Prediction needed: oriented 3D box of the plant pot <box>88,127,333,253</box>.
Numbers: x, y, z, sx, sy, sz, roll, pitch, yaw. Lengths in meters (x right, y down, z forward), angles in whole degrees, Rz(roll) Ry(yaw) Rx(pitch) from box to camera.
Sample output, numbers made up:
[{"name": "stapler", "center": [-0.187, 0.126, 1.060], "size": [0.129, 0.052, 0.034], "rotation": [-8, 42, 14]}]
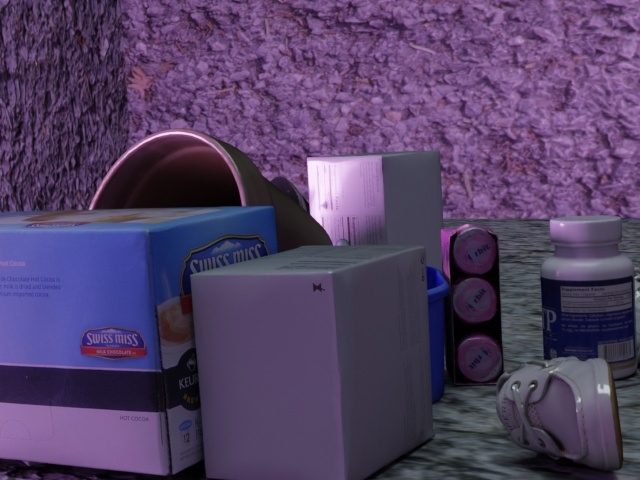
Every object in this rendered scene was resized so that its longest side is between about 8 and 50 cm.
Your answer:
[{"name": "plant pot", "center": [-0.134, 0.030, 1.753], "size": [0.323, 0.323, 0.280], "rotation": [1, -10, 38]}]

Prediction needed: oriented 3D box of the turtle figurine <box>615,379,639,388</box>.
[{"name": "turtle figurine", "center": [0.445, 0.072, 1.317], "size": [0.274, 0.198, 0.266], "rotation": [4, 4, 28]}]

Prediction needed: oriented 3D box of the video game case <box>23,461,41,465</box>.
[{"name": "video game case", "center": [-0.277, 0.207, 1.270], "size": [0.087, 0.011, 0.122], "rotation": [-7, 7, -30]}]

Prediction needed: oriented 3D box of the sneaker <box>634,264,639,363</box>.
[{"name": "sneaker", "center": [0.397, 0.089, 1.574], "size": [0.110, 0.118, 0.292], "rotation": [-4, 7, -27]}]

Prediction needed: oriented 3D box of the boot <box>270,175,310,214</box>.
[{"name": "boot", "center": [-0.001, 0.002, 2.171], "size": [0.085, 0.236, 0.178], "rotation": [-44, -37, 15]}]

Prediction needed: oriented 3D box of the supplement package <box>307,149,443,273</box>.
[{"name": "supplement package", "center": [0.097, -0.013, 2.025], "size": [0.145, 0.262, 0.204], "rotation": [1, 7, 32]}]

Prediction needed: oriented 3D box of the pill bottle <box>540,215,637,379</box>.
[{"name": "pill bottle", "center": [0.319, 0.066, 1.472], "size": [0.112, 0.187, 0.112], "rotation": [-3, 5, 0]}]

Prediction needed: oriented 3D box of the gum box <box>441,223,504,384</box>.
[{"name": "gum box", "center": [0.183, 0.071, 1.491], "size": [0.062, 0.189, 0.107], "rotation": [-3, 5, 1]}]

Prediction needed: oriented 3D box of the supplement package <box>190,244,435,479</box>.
[{"name": "supplement package", "center": [-0.001, 0.111, 1.160], "size": [0.149, 0.194, 0.203], "rotation": [-1, 5, 28]}]

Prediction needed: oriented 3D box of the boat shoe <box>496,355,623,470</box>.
[{"name": "boat shoe", "center": [0.208, 0.156, 1.120], "size": [0.096, 0.098, 0.277], "rotation": [-3, -4, 1]}]

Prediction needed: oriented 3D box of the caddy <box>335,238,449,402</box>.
[{"name": "caddy", "center": [0.029, 0.088, 1.467], "size": [0.241, 0.179, 0.341], "rotation": [-2, 5, 1]}]

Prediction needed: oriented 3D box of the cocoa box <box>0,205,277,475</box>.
[{"name": "cocoa box", "center": [-0.238, 0.086, 1.247], "size": [0.347, 0.228, 0.231], "rotation": [0, 6, 28]}]
